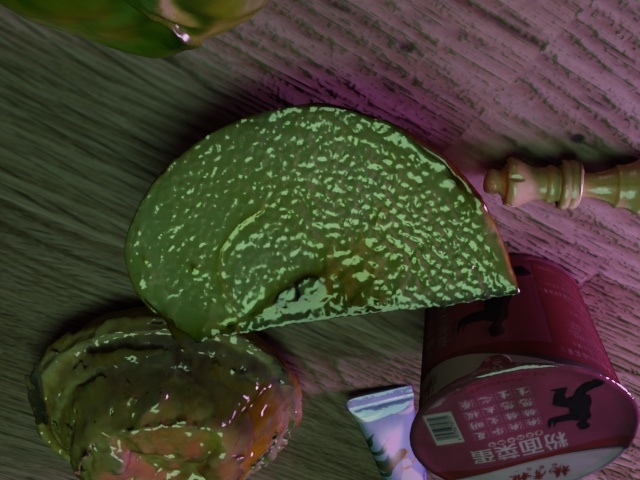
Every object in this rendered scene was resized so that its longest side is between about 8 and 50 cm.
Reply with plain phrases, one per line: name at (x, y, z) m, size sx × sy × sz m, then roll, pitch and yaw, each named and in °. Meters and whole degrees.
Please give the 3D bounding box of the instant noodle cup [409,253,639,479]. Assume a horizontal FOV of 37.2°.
instant noodle cup at (0.209, 0.138, 1.028) m, size 0.235 × 0.178 × 0.235 m, roll 1°, pitch 135°, yaw 1°

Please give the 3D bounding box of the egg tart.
egg tart at (-0.192, 0.229, 1.154) m, size 0.352 × 0.150 × 0.352 m, roll -2°, pitch 135°, yaw -2°

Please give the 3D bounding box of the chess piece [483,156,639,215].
chess piece at (0.244, -0.054, 0.922) m, size 0.172 × 0.060 × 0.060 m, roll 3°, pitch 136°, yaw 1°

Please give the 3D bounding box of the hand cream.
hand cream at (0.101, 0.286, 1.280) m, size 0.088 × 0.055 × 0.256 m, roll -12°, pitch 128°, yaw 7°

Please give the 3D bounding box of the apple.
apple at (0.000, 0.000, 0.891) m, size 0.346 × 0.179 × 0.254 m, roll -9°, pitch 148°, yaw 7°

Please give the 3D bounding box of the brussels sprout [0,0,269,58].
brussels sprout at (-0.126, -0.245, 0.604) m, size 0.259 × 0.227 × 0.294 m, roll 29°, pitch 164°, yaw -13°
